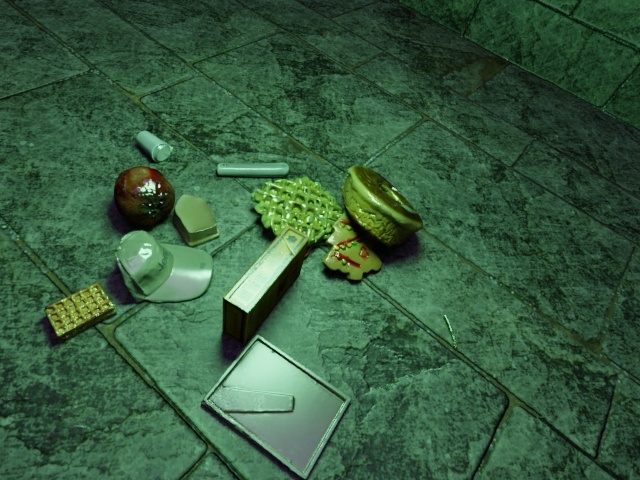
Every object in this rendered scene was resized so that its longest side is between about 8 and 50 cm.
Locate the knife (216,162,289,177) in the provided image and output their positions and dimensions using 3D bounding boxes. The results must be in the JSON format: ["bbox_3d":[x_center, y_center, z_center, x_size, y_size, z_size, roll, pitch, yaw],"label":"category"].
[{"bbox_3d":[-0.250,-0.267,1.546,0.266,0.040,0.073,-3,42,-16],"label":"knife"}]

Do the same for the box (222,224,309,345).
[{"bbox_3d":[-0.151,0.121,1.162,0.084,0.192,0.301,30,51,10],"label":"box"}]

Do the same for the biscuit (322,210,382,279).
[{"bbox_3d":[0.100,0.014,1.359,0.212,0.041,0.238,1,72,-23],"label":"biscuit"}]

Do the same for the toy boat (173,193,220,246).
[{"bbox_3d":[-0.410,-0.078,1.341,0.116,0.061,0.188,-23,60,-28],"label":"toy boat"}]

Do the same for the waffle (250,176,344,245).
[{"bbox_3d":[-0.067,-0.110,1.421,0.317,0.073,0.297,-21,59,-38],"label":"waffle"}]

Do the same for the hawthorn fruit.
[{"bbox_3d":[-0.571,-0.153,1.301,0.235,0.181,0.181,31,51,29],"label":"hawthorn fruit"}]

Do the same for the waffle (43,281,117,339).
[{"bbox_3d":[-0.629,0.185,1.092,0.148,0.042,0.102,-30,66,-31],"label":"waffle"}]

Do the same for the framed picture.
[{"bbox_3d":[-0.107,0.409,1.057,0.315,0.024,0.232,33,52,11],"label":"framed picture"}]

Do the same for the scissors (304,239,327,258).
[{"bbox_3d":[0.000,0.000,1.409,0.248,0.017,0.144,-4,54,-18],"label":"scissors"}]

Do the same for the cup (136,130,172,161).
[{"bbox_3d":[-0.596,-0.344,1.509,0.116,0.074,0.104,37,29,22],"label":"cup"}]

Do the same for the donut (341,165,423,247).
[{"bbox_3d":[0.200,-0.112,1.420,0.330,0.160,0.330,27,27,-15],"label":"donut"}]

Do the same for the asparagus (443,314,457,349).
[{"bbox_3d":[0.404,0.283,1.285,0.015,0.014,0.114,-21,52,13],"label":"asparagus"}]

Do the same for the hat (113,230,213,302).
[{"bbox_3d":[-0.442,0.056,1.189,0.245,0.149,0.214,-6,54,-5],"label":"hat"}]
